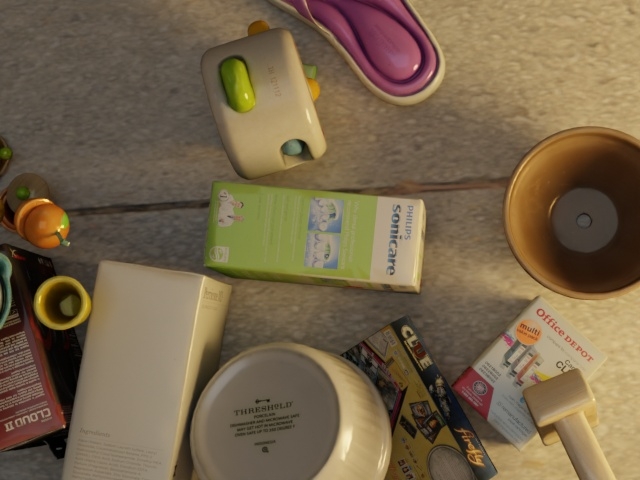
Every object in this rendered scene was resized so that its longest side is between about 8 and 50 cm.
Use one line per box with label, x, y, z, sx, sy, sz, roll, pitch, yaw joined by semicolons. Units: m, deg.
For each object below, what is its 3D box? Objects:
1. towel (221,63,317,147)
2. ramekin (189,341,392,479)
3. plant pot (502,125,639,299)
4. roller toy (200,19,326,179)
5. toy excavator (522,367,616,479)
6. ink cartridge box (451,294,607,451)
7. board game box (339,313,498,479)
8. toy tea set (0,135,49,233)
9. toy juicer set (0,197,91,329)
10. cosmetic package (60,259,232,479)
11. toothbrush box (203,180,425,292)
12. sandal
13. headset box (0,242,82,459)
towel;-0.074;-0.195;1.865;0.113;0.023;0.152;14;84;5
ramekin;-0.050;0.260;1.678;0.272;0.127;0.273;-9;64;18
plant pot;0.370;-0.034;1.751;0.237;0.110;0.237;0;85;6
roller toy;-0.072;-0.192;1.758;0.146;0.209;0.191;-17;117;2
toy excavator;0.407;0.430;1.578;0.222;0.445;0.433;-22;42;4
ink cartridge box;0.284;0.180;1.731;0.128;0.127;0.176;43;89;9
board game box;0.120;0.243;1.736;0.165;0.042;0.243;-37;79;47
toy tea set;-0.562;-0.077;1.853;0.336;0.124;0.200;-8;84;6
toy juicer set;-0.469;0.039;1.630;0.329;0.089;0.209;-12;82;3
cosmetic package;-0.240;0.228;1.744;0.156;0.217;0.385;10;88;7
toothbrush box;0.000;0.000;1.741;0.283;0.206;0.122;4;85;6
sandal;0.025;-0.373;1.826;0.416;0.102;0.169;43;90;9
headset box;-0.410;0.167;1.765;0.110;0.218;0.293;-20;82;2
